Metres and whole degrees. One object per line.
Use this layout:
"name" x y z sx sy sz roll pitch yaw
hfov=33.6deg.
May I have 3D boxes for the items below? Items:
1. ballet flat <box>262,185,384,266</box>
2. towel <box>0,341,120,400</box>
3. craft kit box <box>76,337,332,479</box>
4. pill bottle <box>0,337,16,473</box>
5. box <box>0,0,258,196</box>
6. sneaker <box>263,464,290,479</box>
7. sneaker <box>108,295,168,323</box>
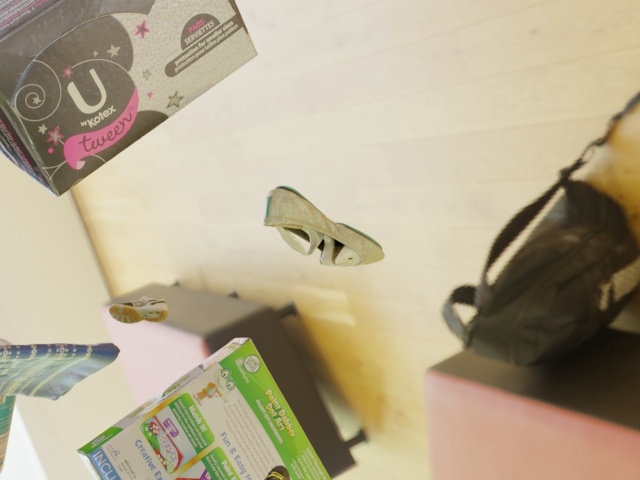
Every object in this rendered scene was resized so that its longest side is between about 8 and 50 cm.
"ballet flat" 0.000 0.000 1.130 0.168 0.052 0.057 31 154 -34
"towel" -0.457 0.178 1.381 0.243 0.336 0.040 -30 64 51
"craft kit box" -0.129 0.289 1.303 0.250 0.247 0.061 62 154 -10
"pill bottle" -0.556 0.284 1.646 0.146 0.146 0.264 27 107 58
"box" -0.211 -0.186 1.004 0.142 0.247 0.163 32 153 48
"sneaker" -0.048 0.269 1.159 0.083 0.031 0.035 -66 -10 -64
"sneaker" -0.259 0.097 1.510 0.037 0.083 0.032 -98 17 -51
